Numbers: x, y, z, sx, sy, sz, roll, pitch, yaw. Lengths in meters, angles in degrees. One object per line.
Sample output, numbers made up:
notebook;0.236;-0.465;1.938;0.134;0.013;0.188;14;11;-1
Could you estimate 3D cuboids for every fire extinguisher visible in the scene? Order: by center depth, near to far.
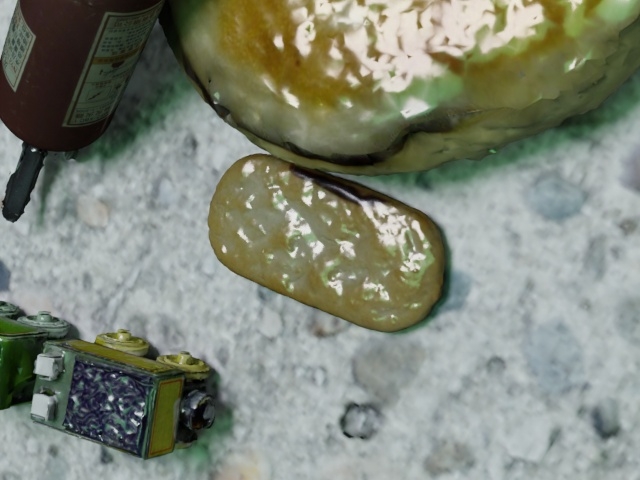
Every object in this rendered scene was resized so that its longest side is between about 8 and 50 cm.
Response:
fire extinguisher;-0.137;-0.092;0.643;0.231;0.071;0.099;129;157;-51

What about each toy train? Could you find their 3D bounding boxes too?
toy train;-0.155;0.075;0.686;0.202;0.081;0.060;13;96;27

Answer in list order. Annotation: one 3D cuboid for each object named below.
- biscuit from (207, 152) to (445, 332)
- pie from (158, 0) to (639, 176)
biscuit;0.000;0.000;0.639;0.147;0.018;0.071;21;103;25
pie;0.038;-0.198;0.585;0.339;0.077;0.339;0;90;30
